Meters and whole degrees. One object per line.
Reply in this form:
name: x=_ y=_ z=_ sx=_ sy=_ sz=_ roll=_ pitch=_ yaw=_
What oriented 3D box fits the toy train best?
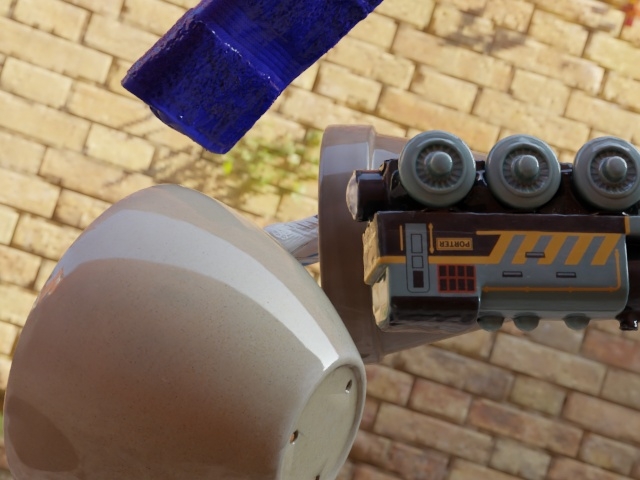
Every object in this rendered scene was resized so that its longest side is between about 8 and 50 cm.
toy train: x=0.192 y=-0.001 z=1.207 sx=0.334 sy=0.190 sz=0.142 roll=1 pitch=-13 yaw=-8

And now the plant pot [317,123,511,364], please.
plant pot: x=0.152 y=0.003 z=1.582 sx=0.280 sy=0.323 sz=0.323 roll=-2 pitch=-6 yaw=6

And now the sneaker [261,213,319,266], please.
sneaker: x=0.000 y=0.000 z=2.082 sx=0.237 sy=0.085 sz=0.086 roll=-8 pitch=-29 yaw=-8

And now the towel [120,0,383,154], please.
towel: x=-0.049 y=-0.227 z=1.287 sx=0.076 sy=0.308 sz=0.227 roll=46 pitch=7 yaw=17

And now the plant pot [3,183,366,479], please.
plant pot: x=-0.077 y=0.117 z=0.945 sx=0.191 sy=0.284 sz=0.284 roll=19 pitch=-3 yaw=26
